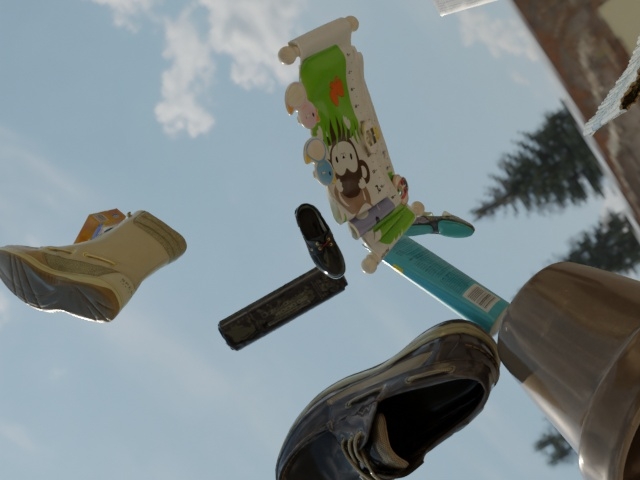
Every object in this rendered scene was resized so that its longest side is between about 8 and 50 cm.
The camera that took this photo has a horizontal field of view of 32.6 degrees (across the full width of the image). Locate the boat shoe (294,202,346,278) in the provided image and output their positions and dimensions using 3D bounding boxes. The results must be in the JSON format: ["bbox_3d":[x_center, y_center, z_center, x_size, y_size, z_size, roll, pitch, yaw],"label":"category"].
[{"bbox_3d":[-0.002,0.001,1.748,0.133,0.048,0.042,62,177,6],"label":"boat shoe"}]

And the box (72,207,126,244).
[{"bbox_3d":[-0.382,0.012,1.823,0.028,0.136,0.081,36,-158,14],"label":"box"}]

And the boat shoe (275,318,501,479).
[{"bbox_3d":[0.073,0.234,1.387,0.132,0.355,0.130,45,-162,-9],"label":"boat shoe"}]

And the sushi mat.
[{"bbox_3d":[0.334,-0.186,1.148,0.019,0.151,0.316,30,-175,6],"label":"sushi mat"}]

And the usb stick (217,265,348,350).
[{"bbox_3d":[-0.078,0.132,2.203,0.077,0.278,0.045,58,-174,-17],"label":"usb stick"}]

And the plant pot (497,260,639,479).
[{"bbox_3d":[0.333,0.139,1.244,0.229,0.263,0.263,36,-175,42],"label":"plant pot"}]

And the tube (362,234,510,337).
[{"bbox_3d":[0.156,0.050,1.445,0.207,0.052,0.080,36,-152,24],"label":"tube"}]

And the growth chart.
[{"bbox_3d":[0.030,-0.088,1.002,0.172,0.021,0.237,-53,-51,-52],"label":"growth chart"}]

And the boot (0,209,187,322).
[{"bbox_3d":[-0.363,0.024,1.722,0.203,0.261,0.095,-45,-44,-43],"label":"boot"}]

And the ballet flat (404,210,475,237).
[{"bbox_3d":[0.174,-0.028,1.641,0.041,0.114,0.041,0,-90,-79],"label":"ballet flat"}]

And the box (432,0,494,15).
[{"bbox_3d":[0.282,-0.404,1.643,0.063,0.324,0.067,-39,-72,-25],"label":"box"}]
